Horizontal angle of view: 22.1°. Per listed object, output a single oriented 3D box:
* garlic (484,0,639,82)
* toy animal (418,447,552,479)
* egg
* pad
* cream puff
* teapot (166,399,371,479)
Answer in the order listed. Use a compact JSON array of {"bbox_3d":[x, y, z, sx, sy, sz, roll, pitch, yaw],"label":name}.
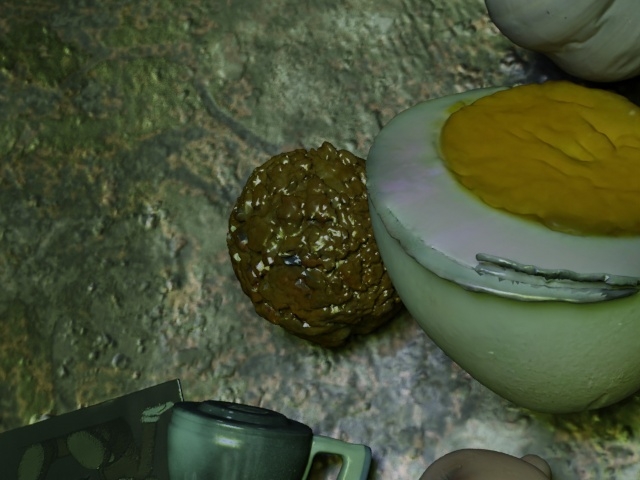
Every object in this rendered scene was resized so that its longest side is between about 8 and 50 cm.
[{"bbox_3d":[0.238,-0.192,1.245,0.229,0.178,0.143,-24,100,-28],"label":"garlic"},{"bbox_3d":[0.079,0.256,1.149,0.250,0.154,0.166,-49,27,5],"label":"toy animal"},{"bbox_3d":[0.158,0.009,1.203,0.264,0.174,0.286,-6,38,-14],"label":"egg"},{"bbox_3d":[-0.190,0.198,1.326,0.190,0.004,0.127,-18,69,10],"label":"pad"},{"bbox_3d":[0.000,0.000,1.277,0.165,0.115,0.150,24,84,20],"label":"cream puff"},{"bbox_3d":[-0.052,0.183,1.256,0.111,0.149,0.108,14,93,58],"label":"teapot"}]
